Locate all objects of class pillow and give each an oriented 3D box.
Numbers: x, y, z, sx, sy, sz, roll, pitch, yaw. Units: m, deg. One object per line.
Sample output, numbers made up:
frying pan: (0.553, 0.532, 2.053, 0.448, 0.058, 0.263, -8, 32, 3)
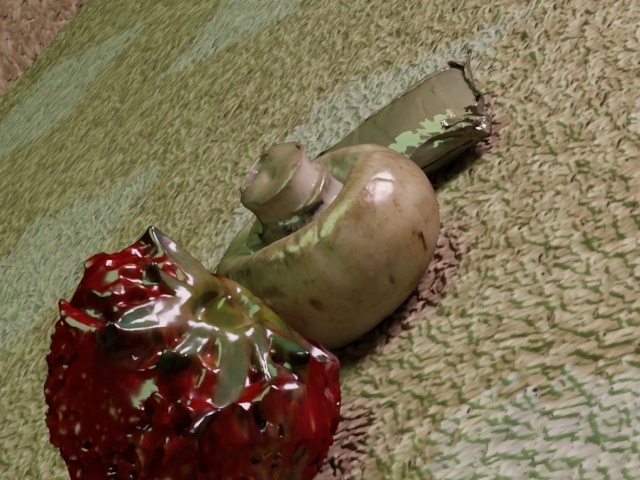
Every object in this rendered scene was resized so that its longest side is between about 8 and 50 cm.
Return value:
pillow: (0.046, -0.061, 1.498, 0.208, 0.053, 0.119, -36, 23, 12)

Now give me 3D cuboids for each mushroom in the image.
mushroom: (0.000, 0.000, 1.342, 0.166, 0.127, 0.166, -41, 20, 19)

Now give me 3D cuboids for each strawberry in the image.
strawberry: (-0.091, 0.111, 1.217, 0.201, 0.187, 0.184, -61, 32, 32)
